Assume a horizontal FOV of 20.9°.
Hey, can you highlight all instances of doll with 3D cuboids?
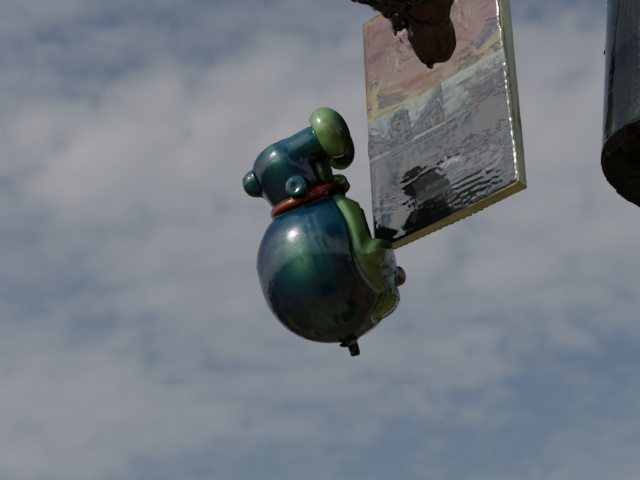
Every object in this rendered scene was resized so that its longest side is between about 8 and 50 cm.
[{"bbox_3d":[0.000,0.000,2.299,0.186,0.322,0.198,-19,-14,3],"label":"doll"}]

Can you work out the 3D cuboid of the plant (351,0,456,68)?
[{"bbox_3d":[0.102,-0.352,2.014,0.178,0.204,0.234,-21,-38,40],"label":"plant"}]

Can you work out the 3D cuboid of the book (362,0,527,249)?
[{"bbox_3d":[0.162,-0.191,2.369,0.028,0.374,0.262,21,-35,-39],"label":"book"}]

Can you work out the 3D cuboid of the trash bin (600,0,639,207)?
[{"bbox_3d":[0.447,-0.198,2.141,0.203,0.301,0.252,30,-42,-25],"label":"trash bin"}]
